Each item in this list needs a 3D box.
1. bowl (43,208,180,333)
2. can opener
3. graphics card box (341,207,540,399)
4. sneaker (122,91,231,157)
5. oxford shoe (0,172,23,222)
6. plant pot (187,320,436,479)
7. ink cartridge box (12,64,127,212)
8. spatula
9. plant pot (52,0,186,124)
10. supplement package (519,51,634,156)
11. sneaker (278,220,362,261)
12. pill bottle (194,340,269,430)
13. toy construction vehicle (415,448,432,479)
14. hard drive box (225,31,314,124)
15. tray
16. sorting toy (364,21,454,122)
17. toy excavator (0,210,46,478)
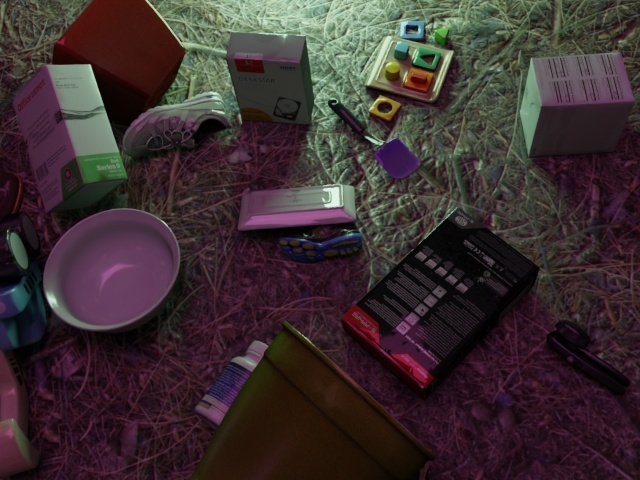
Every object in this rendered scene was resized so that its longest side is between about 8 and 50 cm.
[{"bbox_3d":[-0.440,0.087,1.717,0.298,0.134,0.297,-2,61,4],"label":"bowl"},{"bbox_3d":[0.538,0.242,1.576,0.059,0.073,0.186,-38,72,-25],"label":"can opener"},{"bbox_3d":[0.254,0.126,1.649,0.233,0.094,0.371,39,71,24],"label":"graphics card box"},{"bbox_3d":[-0.354,-0.274,1.934,0.281,0.105,0.115,-28,61,-11],"label":"sneaker"},{"bbox_3d":[-0.808,-0.064,1.861,0.097,0.098,0.271,18,63,15],"label":"oxford shoe"},{"bbox_3d":[-0.046,0.397,1.402,0.366,0.366,0.353,39,82,24],"label":"plant pot"},{"bbox_3d":[-0.582,-0.235,1.806,0.122,0.211,0.289,-14,84,-44],"label":"ink cartridge box"},{"bbox_3d":[0.118,-0.260,1.923,0.084,0.030,0.296,-39,64,-14],"label":"spatula"},{"bbox_3d":[-0.493,-0.447,1.957,0.236,0.267,0.267,34,66,-9],"label":"plant pot"},{"bbox_3d":[0.587,-0.312,1.812,0.203,0.194,0.149,-3,60,3],"label":"supplement package"},{"bbox_3d":[0.000,0.000,1.774,0.188,0.067,0.078,-7,38,3],"label":"sneaker"},{"bbox_3d":[-0.156,0.300,1.577,0.112,0.112,0.186,28,67,20],"label":"pill bottle"},{"bbox_3d":[0.171,0.446,1.510,0.086,0.035,0.098,2,57,19],"label":"toy construction vehicle"},{"bbox_3d":[-0.118,-0.393,1.907,0.181,0.232,0.089,5,60,9],"label":"hard drive box"},{"bbox_3d":[-0.055,-0.085,1.810,0.271,0.030,0.145,-4,36,3],"label":"tray"},{"bbox_3d":[0.229,-0.449,2.012,0.196,0.047,0.347,15,63,14],"label":"sorting toy"},{"bbox_3d":[-0.671,0.209,1.637,0.223,0.444,0.433,-18,19,-4],"label":"toy excavator"}]
